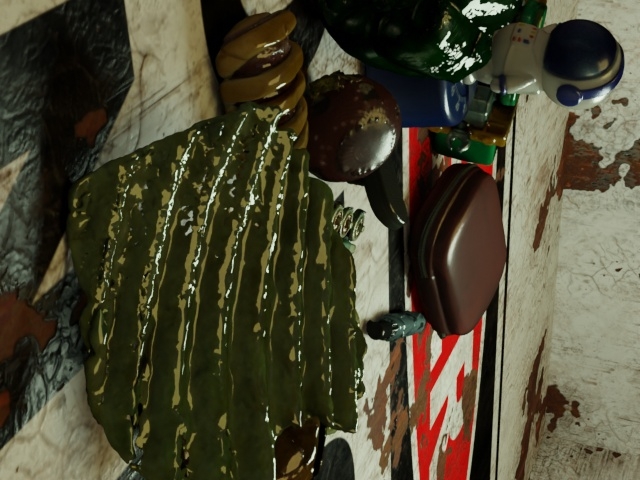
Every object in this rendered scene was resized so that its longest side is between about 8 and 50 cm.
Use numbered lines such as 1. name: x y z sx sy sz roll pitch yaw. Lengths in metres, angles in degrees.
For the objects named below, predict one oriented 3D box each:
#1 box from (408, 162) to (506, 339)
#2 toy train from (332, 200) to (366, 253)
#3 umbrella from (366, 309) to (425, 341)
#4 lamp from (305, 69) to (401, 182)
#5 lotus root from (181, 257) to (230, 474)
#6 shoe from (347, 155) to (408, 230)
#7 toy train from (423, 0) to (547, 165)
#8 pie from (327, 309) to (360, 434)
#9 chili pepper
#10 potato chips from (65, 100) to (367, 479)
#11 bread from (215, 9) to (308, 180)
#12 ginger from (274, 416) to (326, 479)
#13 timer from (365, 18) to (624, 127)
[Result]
1. box: 0.281 0.023 2.203 0.263 0.108 0.404 -57 151 -24
2. toy train: 0.000 0.000 1.550 0.125 0.080 0.194 -70 162 2
3. umbrella: 0.142 0.161 2.016 0.250 0.053 0.052 0 100 -70
4. lamp: 0.031 -0.160 1.489 0.156 0.135 0.157 9 120 -40
5. lotus root: -0.114 0.151 1.237 0.145 0.128 0.260 14 79 -53
6. shoe: 0.054 -0.111 1.610 0.108 0.093 0.241 40 29 -51
7. toy train: 0.318 -0.325 2.107 0.249 0.178 0.429 81 26 -61
8. pie: 0.013 0.200 1.697 0.240 0.054 0.241 10 90 -72
9. chili pepper: 0.137 -0.334 1.512 0.256 0.248 0.233 23 99 -56
10. potato chips: -0.079 0.057 1.125 0.373 0.097 0.389 -23 106 -43
11. bread: -0.061 -0.164 1.301 0.134 0.081 0.225 -59 150 -47
12. ginger: -0.046 0.221 1.454 0.133 0.107 0.309 38 46 -29
13. timer: 0.289 -0.296 1.732 0.270 0.383 0.270 9 90 -69
